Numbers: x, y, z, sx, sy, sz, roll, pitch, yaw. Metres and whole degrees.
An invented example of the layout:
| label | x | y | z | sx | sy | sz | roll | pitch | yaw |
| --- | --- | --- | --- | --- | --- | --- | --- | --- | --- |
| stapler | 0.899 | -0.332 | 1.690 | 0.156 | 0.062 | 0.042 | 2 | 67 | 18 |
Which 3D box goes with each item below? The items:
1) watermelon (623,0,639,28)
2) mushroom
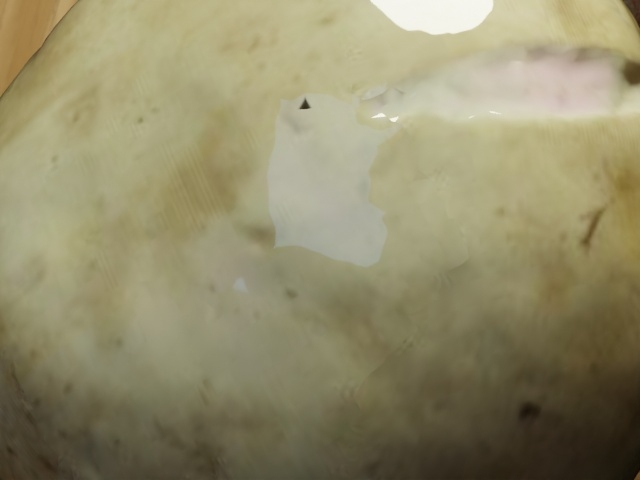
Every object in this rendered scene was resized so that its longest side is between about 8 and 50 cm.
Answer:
| label | x | y | z | sx | sy | sz | roll | pitch | yaw |
| --- | --- | --- | --- | --- | --- | --- | --- | --- | --- |
| watermelon | 0.104 | -0.078 | 0.585 | 0.071 | 0.139 | 0.187 | -29 | 31 | -35 |
| mushroom | 0.000 | 0.000 | 0.549 | 0.255 | 0.184 | 0.254 | -17 | 63 | 38 |
